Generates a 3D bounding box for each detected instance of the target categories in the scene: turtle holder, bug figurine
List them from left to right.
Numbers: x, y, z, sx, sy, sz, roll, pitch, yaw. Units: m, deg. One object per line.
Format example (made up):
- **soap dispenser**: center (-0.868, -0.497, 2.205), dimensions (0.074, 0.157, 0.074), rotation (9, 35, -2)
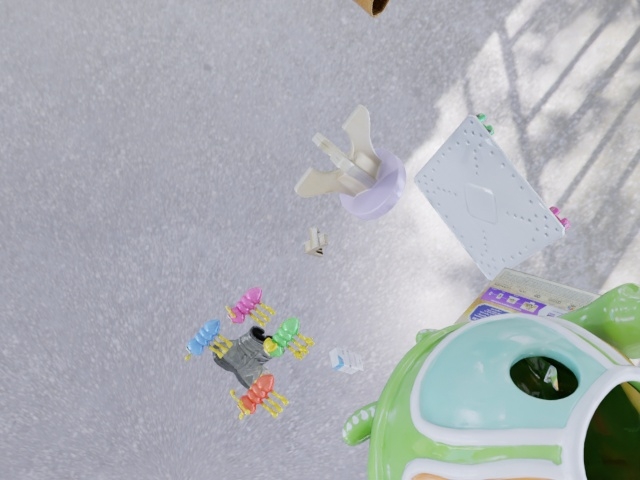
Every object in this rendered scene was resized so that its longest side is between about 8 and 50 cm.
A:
- **bug figurine**: center (-0.148, 0.206, 1.364), dimensions (0.279, 0.072, 0.216), rotation (36, 86, 38)
- **turtle holder**: center (0.207, 0.181, 0.633), dimensions (0.320, 0.227, 0.244), rotation (-7, 79, -32)

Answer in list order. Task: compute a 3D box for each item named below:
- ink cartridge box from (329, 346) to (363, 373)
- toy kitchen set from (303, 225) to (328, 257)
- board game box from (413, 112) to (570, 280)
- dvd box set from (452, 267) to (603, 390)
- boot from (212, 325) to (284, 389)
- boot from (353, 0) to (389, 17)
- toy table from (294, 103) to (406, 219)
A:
- **ink cartridge box**: center (0.064, 0.297, 1.703), dimensions (0.083, 0.028, 0.048), rotation (24, 40, -35)
- **toy kitchen set**: center (0.000, 0.000, 2.096), dimensions (0.075, 0.083, 0.068), rotation (18, 55, -47)
- **board game box**: center (0.463, -0.112, 1.938), dimensions (0.050, 0.390, 0.390), rotation (-31, 80, -25)
- **dvd box set**: center (0.410, 0.247, 1.521), dimensions (0.420, 0.307, 0.062), rotation (-44, 123, -22)
- **boot**: center (-0.159, 0.324, 1.864), dimensions (0.161, 0.246, 0.083), rotation (-24, 46, 23)
- **boot**: center (0.055, -0.467, 0.930), dimensions (0.104, 0.295, 0.211), rotation (-37, 70, -29)
- **toy table**: center (0.075, -0.174, 1.635), dimensions (0.161, 0.274, 0.252), rotation (35, 87, -25)
